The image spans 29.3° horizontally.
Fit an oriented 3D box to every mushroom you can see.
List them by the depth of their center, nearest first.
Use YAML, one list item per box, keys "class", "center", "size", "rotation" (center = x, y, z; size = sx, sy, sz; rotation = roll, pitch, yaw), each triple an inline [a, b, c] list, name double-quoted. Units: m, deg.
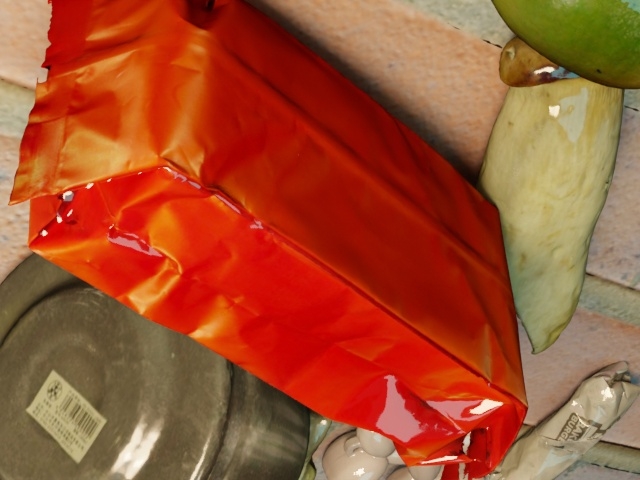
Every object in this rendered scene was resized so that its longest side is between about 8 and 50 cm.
- class: "mushroom"
  center: [0.169, -0.026, 0.942]
  size: [0.107, 0.087, 0.333]
  rotation: [-10, 139, -12]

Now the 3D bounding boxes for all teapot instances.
- class: "teapot"
  center: [-0.142, 0.159, 0.896]
  size: [0.321, 0.239, 0.239]
  rotation: [-39, 146, 12]

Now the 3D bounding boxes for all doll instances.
- class: "doll"
  center: [0.081, 0.202, 1.155]
  size: [0.160, 0.059, 0.161]
  rotation: [-14, 138, -10]

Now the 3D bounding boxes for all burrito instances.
- class: "burrito"
  center: [0.234, 0.199, 1.214]
  size: [0.064, 0.064, 0.203]
  rotation: [25, 119, -39]

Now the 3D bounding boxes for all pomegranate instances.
- class: "pomegranate"
  center: [0.191, -0.191, 0.708]
  size: [0.179, 0.180, 0.210]
  rotation: [0, 143, -23]

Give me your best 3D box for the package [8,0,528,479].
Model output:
- class: "package"
  center: [-0.001, 0.000, 0.780]
  size: [0.123, 0.196, 0.423]
  rotation: [-30, 130, 31]
